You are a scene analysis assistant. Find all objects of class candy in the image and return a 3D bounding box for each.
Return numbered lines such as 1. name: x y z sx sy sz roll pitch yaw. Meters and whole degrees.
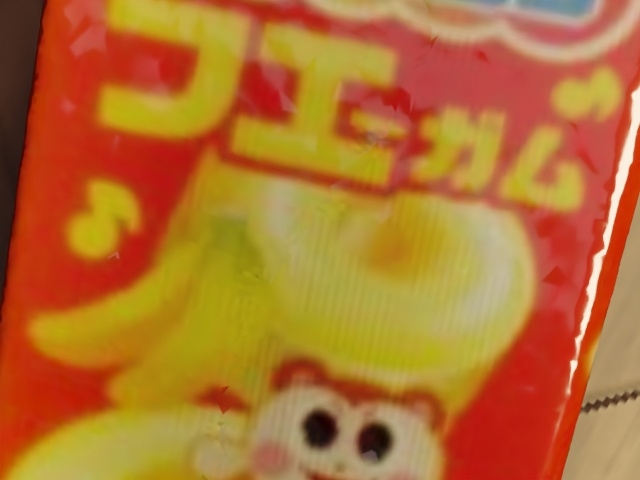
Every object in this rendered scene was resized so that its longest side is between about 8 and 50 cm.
1. candy: 0.000 0.000 0.470 0.146 0.088 0.276 14 110 1
